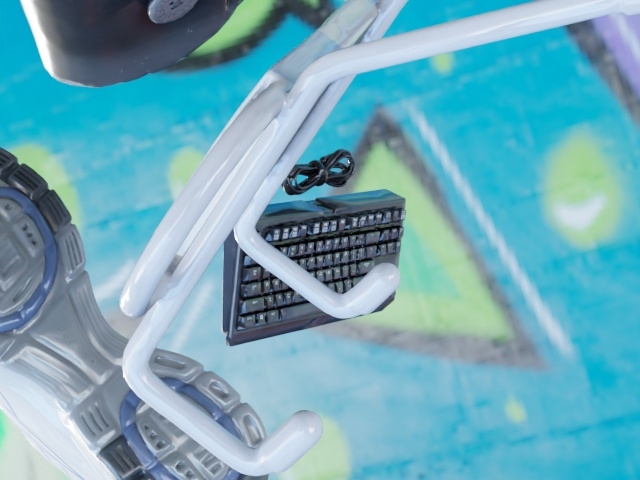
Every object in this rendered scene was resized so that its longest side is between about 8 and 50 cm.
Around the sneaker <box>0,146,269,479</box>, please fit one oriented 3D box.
[{"bbox_3d":[-0.164,0.066,1.074,0.111,0.297,0.129,-41,-179,-29],"label":"sneaker"}]

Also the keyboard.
[{"bbox_3d":[0.000,0.000,1.119,0.023,0.108,0.180,6,-172,32],"label":"keyboard"}]

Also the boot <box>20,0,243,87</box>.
[{"bbox_3d":[-0.191,-0.202,1.100,0.367,0.146,0.445,-28,168,-4],"label":"boot"}]

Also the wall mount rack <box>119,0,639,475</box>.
[{"bbox_3d":[0.044,-0.058,0.871,0.304,0.130,0.350,-54,-179,23],"label":"wall mount rack"}]
